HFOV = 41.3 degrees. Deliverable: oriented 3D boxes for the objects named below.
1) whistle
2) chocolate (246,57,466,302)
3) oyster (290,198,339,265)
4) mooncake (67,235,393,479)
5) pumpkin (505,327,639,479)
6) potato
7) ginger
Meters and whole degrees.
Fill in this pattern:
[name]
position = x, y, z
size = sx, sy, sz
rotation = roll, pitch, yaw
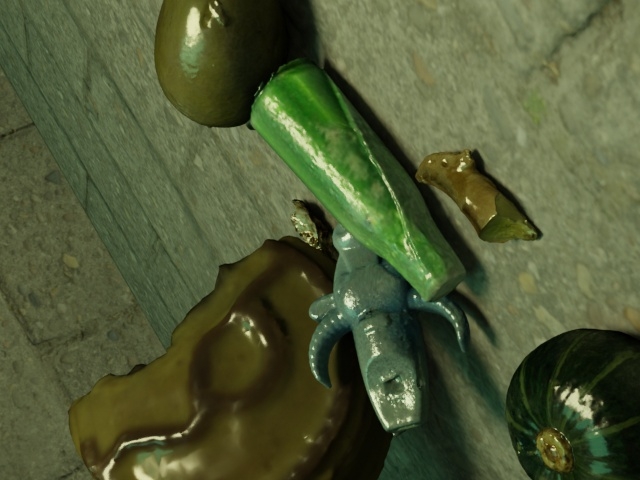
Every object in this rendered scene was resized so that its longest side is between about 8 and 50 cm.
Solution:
[whistle]
position = 0.067, 0.079, 0.948
size = 0.093, 0.180, 0.269
rotation = 43, -149, -61
[chocolate]
position = 0.045, -0.059, 0.909
size = 0.291, 0.110, 0.110
rotation = 51, 155, 17
[oyster]
position = 0.001, -0.001, 1.152
size = 0.132, 0.029, 0.086
rotation = 59, 164, -4
[mooncake]
position = -0.105, 0.196, 1.097
size = 0.393, 0.394, 0.246
rotation = 5, 157, 21
[pumpkin]
position = 0.233, 0.154, 0.714
size = 0.167, 0.125, 0.167
rotation = 43, 150, 33
[potato]
position = -0.114, -0.225, 0.961
size = 0.178, 0.160, 0.235
rotation = 61, 161, 22
[ginger]
position = 0.143, -0.041, 0.792
size = 0.137, 0.044, 0.057
rotation = 50, 173, 30
